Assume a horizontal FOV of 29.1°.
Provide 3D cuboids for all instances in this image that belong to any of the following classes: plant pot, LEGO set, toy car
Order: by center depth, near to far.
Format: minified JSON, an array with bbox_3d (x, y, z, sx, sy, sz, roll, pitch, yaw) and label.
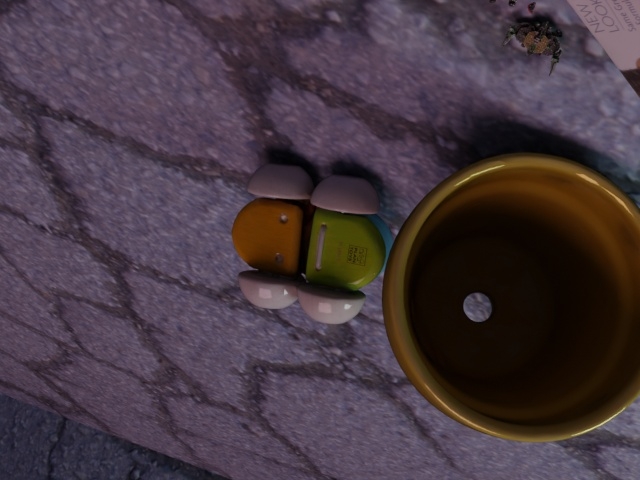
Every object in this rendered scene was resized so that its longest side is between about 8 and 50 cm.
[{"bbox_3d":[0.165,-0.167,0.957,0.054,0.023,0.083,9,140,29],"label":"LEGO set"},{"bbox_3d":[0.175,0.060,1.181,0.254,0.254,0.239,25,172,-2],"label":"plant pot"},{"bbox_3d":[0.000,0.000,1.361,0.182,0.159,0.136,12,-171,28],"label":"toy car"}]

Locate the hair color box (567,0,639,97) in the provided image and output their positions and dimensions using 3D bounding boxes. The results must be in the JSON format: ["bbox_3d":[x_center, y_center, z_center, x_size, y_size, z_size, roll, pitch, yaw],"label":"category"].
[{"bbox_3d":[0.332,-0.136,0.695,0.185,0.110,0.338,45,155,-27],"label":"hair color box"}]
